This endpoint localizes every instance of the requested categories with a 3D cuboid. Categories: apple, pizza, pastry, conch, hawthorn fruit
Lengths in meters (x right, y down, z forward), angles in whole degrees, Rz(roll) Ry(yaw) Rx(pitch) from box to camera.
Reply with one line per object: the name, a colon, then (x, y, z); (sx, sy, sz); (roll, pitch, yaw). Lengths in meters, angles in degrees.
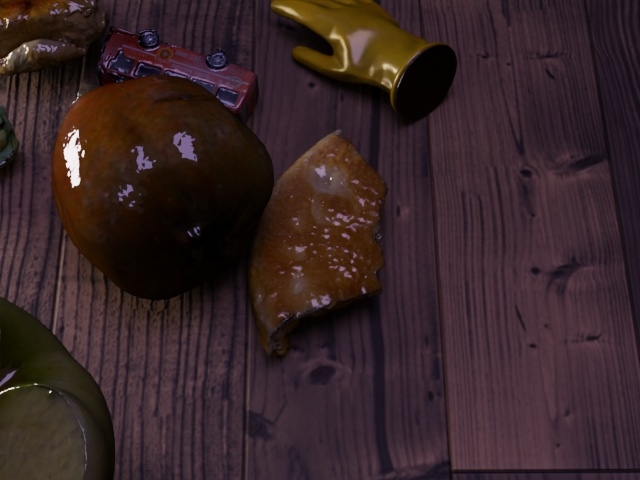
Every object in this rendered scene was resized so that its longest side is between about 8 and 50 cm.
apple: (-0.405, 0.255, 1.671); (0.312, 0.320, 0.360); (38, 100, -14)
pizza: (0.000, 0.000, 2.001); (0.182, 0.074, 0.365); (6, 54, 6)
pastry: (-0.401, -0.331, 2.200); (0.218, 0.100, 0.229); (2, 43, 22)
conch: (-0.474, -0.113, 2.083); (0.106, 0.079, 0.170); (27, 73, 25)
hawthorn fruit: (-0.218, -0.084, 1.948); (0.268, 0.268, 0.301); (-28, 50, -20)

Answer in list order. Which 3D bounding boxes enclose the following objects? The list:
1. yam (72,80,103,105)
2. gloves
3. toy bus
yam: (-0.223, -0.159, 2.123); (0.253, 0.061, 0.061); (20, 56, 12)
gloves: (0.053, -0.295, 2.216); (0.133, 0.116, 0.294); (-13, 40, -44)
toy bus: (-0.204, -0.231, 2.170); (0.235, 0.073, 0.096); (16, 61, 10)
